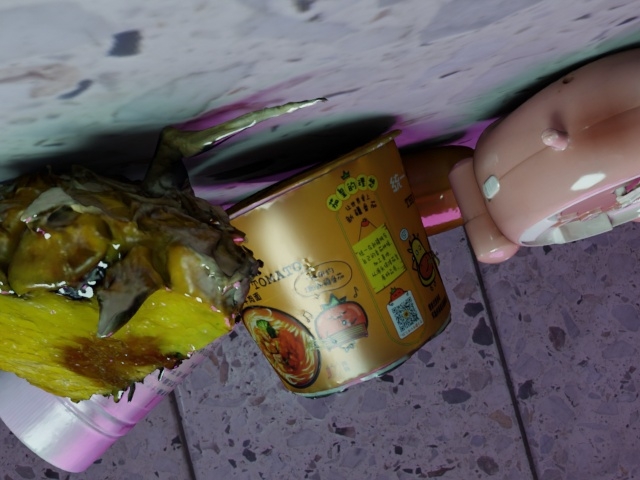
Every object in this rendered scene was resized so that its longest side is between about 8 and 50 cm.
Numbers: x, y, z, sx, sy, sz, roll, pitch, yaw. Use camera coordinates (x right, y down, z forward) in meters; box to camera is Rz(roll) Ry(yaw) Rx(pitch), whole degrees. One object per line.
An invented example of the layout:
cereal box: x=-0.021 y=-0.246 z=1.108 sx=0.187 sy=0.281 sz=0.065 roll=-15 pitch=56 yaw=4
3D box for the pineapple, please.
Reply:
pineapple: x=-0.157 y=0.003 z=0.424 sx=0.161 sy=0.158 sz=0.334 roll=29 pitch=153 yaw=-21

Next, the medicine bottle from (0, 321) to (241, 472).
medicine bottle: x=-0.212 y=0.107 z=0.704 sx=0.254 sy=0.152 sz=0.152 roll=-43 pitch=-178 yaw=-9

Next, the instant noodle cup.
instant noodle cup: x=0.007 y=0.022 z=0.571 sx=0.215 sy=0.172 sz=0.216 roll=-26 pitch=-174 yaw=3

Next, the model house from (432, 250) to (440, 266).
model house: x=-0.002 y=0.002 z=0.930 sx=0.239 sy=0.173 sz=0.268 roll=31 pitch=137 yaw=-32

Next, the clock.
clock: x=0.247 y=-0.089 z=0.568 sx=0.227 sy=0.142 sz=0.241 roll=-15 pitch=168 yaw=-7

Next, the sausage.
sausage: x=0.028 y=-0.033 z=0.758 sx=0.328 sy=0.112 sz=0.112 roll=-13 pitch=178 yaw=9
